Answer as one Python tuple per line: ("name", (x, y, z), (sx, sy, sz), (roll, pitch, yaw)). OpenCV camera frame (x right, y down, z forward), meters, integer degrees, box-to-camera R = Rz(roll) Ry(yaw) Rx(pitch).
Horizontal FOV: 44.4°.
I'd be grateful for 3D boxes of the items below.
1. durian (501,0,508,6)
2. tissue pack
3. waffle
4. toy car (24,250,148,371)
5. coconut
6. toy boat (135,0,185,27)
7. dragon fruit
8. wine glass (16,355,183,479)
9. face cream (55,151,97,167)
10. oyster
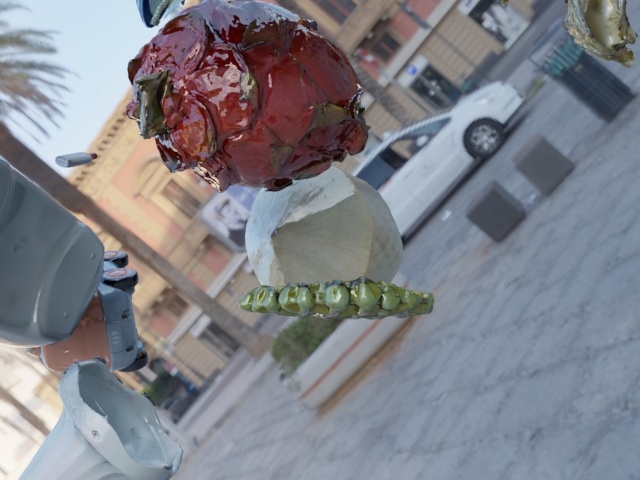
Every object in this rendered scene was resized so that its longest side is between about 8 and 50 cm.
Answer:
("durian", (0.355, -0.534, 1.394), (0.182, 0.165, 0.132), (-34, -24, -8))
("tissue pack", (-0.512, 0.013, 1.166), (0.236, 0.333, 0.229), (1, 59, 31))
("waffle", (0.018, 0.063, 0.794), (0.169, 0.036, 0.183), (-6, -11, 37))
("toy car", (-0.435, 0.135, 1.408), (0.213, 0.180, 0.270), (-9, 18, -19))
("coconut", (0.000, 0.000, 1.524), (0.329, 0.329, 0.329), (-50, 1, 1))
("toy boat", (-0.265, -0.520, 1.529), (0.291, 0.067, 0.220), (16, 85, 51))
("dragon fruit", (-0.104, -0.205, 1.109), (0.343, 0.277, 0.277), (-7, -25, -32))
("wine glass", (-0.264, 0.245, 0.824), (0.196, 0.165, 0.165), (-45, 0, -2))
("face cream", (-0.441, -0.148, 1.427), (0.083, 0.040, 0.021), (-26, -53, -58))
("oyster", (0.231, -0.190, 0.641), (0.083, 0.081, 0.038), (-67, 13, -8))
